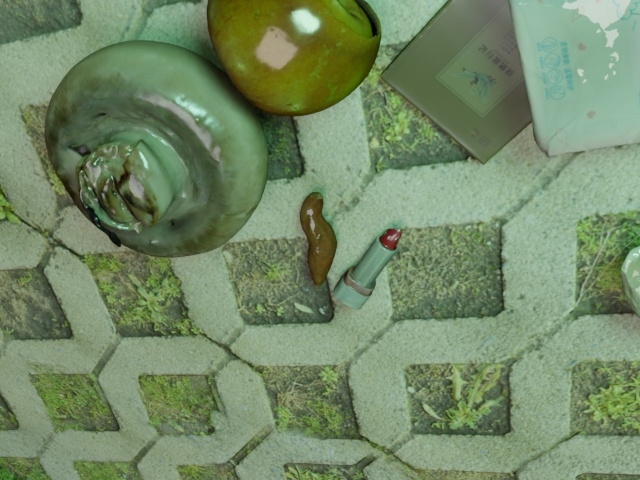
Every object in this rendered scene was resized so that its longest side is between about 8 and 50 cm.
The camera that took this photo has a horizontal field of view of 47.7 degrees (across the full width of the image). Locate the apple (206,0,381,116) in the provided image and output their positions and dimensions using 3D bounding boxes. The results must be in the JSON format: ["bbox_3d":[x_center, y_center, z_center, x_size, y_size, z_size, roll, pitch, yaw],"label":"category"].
[{"bbox_3d":[-0.032,-0.290,0.987,0.207,0.237,0.237,-23,116,16],"label":"apple"}]

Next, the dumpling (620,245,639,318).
[{"bbox_3d":[0.551,0.058,1.110,0.166,0.126,0.216,-39,104,20],"label":"dumpling"}]

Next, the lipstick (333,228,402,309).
[{"bbox_3d":[0.095,0.039,1.290,0.063,0.057,0.186,31,124,-5],"label":"lipstick"}]

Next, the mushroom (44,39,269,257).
[{"bbox_3d":[-0.266,-0.123,1.130,0.362,0.295,0.362,10,127,13],"label":"mushroom"}]

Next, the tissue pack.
[{"bbox_3d":[0.349,-0.256,0.913,0.201,0.124,0.271,-6,125,25],"label":"tissue pack"}]

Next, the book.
[{"bbox_3d":[0.261,-0.270,1.020,0.217,0.021,0.310,38,128,-12],"label":"book"}]

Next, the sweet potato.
[{"bbox_3d":[-0.001,-0.001,1.292,0.055,0.058,0.202,37,142,49],"label":"sweet potato"}]
